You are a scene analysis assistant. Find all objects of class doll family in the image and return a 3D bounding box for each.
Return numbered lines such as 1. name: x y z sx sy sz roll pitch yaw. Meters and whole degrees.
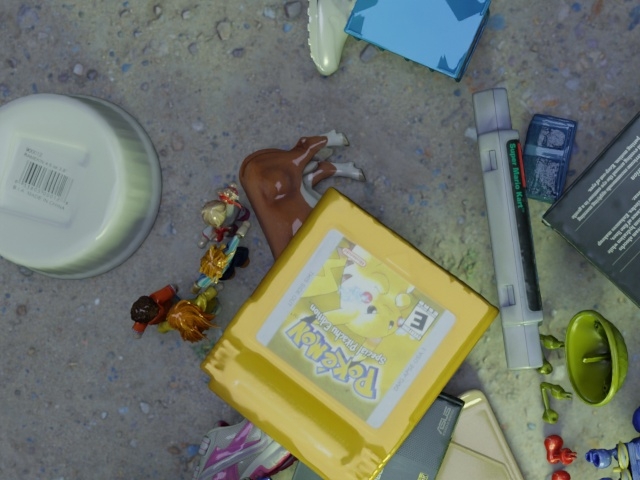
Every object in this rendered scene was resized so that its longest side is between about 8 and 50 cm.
1. doll family: -0.157 0.053 1.958 0.118 0.163 0.263 36 94 9

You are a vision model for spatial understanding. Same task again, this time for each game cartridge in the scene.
1. game cartridge: 0.250 -0.007 1.832 0.068 0.230 0.355 -7 84 4
2. game cartridge: 0.033 0.138 1.876 0.285 0.052 0.324 36 92 10

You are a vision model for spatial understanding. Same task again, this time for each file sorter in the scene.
1. file sorter: 0.138 -0.305 1.953 0.170 0.104 0.118 24 91 9

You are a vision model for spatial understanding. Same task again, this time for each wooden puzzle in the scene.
1. wooden puzzle: 0.173 0.354 1.953 0.221 0.044 0.239 -25 85 7

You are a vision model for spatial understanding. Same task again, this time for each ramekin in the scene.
1. ramekin: -0.379 -0.082 2.015 0.277 0.135 0.277 0 88 10

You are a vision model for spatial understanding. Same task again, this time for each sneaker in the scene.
1. sneaker: 0.030 -0.351 1.986 0.094 0.090 0.235 4 90 0
2. sneaker: -0.128 0.318 1.983 0.252 0.103 0.111 -43 74 4

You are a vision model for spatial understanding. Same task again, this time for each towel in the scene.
1. towel: 0.314 -0.114 1.954 0.067 0.029 0.120 13 90 10

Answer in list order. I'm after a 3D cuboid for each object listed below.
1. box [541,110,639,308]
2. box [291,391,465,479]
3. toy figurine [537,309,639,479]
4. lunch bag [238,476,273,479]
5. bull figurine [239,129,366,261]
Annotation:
1. box: 0.523 -0.053 1.816 0.312 0.179 0.343 44 106 9
2. box: 0.073 0.294 1.917 0.183 0.059 0.233 22 91 10
3. toy figurine: 0.442 0.274 1.892 0.217 0.191 0.363 -3 79 -21
4. lunch bag: -0.165 0.482 1.845 0.327 0.239 0.385 -17 125 9
5. bull figurine: 0.000 0.000 1.968 0.188 0.101 0.310 -24 86 4
